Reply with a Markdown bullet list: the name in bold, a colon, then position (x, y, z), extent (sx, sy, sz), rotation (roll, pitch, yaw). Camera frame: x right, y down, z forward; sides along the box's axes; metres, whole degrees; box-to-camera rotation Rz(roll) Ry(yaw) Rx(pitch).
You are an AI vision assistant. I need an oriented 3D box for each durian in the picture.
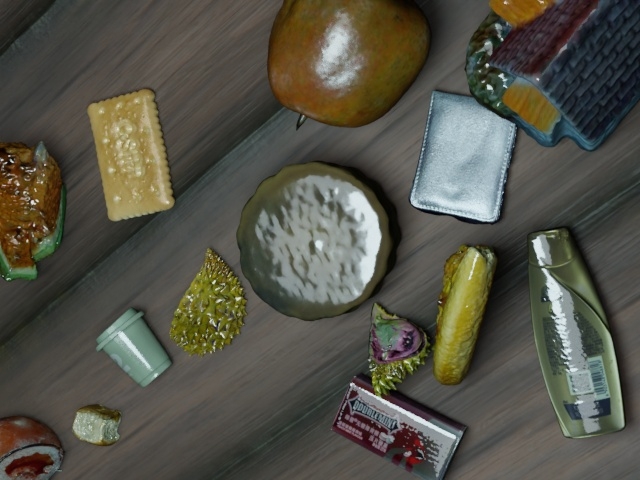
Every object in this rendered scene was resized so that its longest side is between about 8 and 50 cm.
- **durian**: position (-0.225, 0.133, 1.676), extent (0.182, 0.165, 0.132), rotation (-42, 36, -6)
- **durian**: position (0.143, 0.208, 1.528), extent (0.108, 0.187, 0.119), rotation (-4, 122, 6)

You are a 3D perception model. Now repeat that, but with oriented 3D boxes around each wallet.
- **wallet**: position (0.253, -0.145, 1.520), extent (0.167, 0.036, 0.222), rotation (11, 95, 19)

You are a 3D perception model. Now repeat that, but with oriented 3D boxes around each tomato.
- **tomato**: position (-0.664, 0.460, 1.817), extent (0.214, 0.180, 0.155), rotation (-51, 59, 7)

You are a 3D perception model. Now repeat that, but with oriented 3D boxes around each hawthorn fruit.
- **hawthorn fruit**: position (0.032, -0.312, 1.466), extent (0.267, 0.267, 0.301), rotation (35, 104, 14)

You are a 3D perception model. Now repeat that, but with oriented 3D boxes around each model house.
- **model house**: position (0.387, -0.335, 1.289), extent (0.297, 0.339, 0.360), rotation (43, 100, 11)

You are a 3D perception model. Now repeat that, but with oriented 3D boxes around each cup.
- **cup**: position (-0.369, 0.218, 1.722), extent (0.120, 0.120, 0.141), rotation (-39, 94, 17)

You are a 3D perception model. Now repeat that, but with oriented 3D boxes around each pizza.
- **pizza**: position (0.229, 0.131, 1.417), extent (0.087, 0.268, 0.258), rotation (12, 93, 9)

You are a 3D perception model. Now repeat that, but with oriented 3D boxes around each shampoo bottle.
- **shampoo bottle**: position (0.422, 0.150, 1.449), extent (0.125, 0.084, 0.350), rotation (-14, 88, 17)

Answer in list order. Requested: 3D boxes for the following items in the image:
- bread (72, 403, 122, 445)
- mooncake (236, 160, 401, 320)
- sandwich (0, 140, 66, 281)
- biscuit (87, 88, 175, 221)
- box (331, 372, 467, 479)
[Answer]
- **bread**: position (-0.461, 0.385, 1.777), extent (0.083, 0.070, 0.077), rotation (14, 96, 21)
- **mooncake**: position (0.000, 0.000, 1.549), extent (0.290, 0.161, 0.291), rotation (1, 95, 18)
- **sandwich**: position (-0.594, -0.090, 1.753), extent (0.250, 0.162, 0.301), rotation (60, 139, 20)
- **biscuit**: position (-0.386, -0.172, 1.743), extent (0.160, 0.030, 0.250), rotation (-10, 89, 19)
- **box**: position (0.141, 0.343, 1.567), extent (0.224, 0.069, 0.120), rotation (27, 101, 18)
